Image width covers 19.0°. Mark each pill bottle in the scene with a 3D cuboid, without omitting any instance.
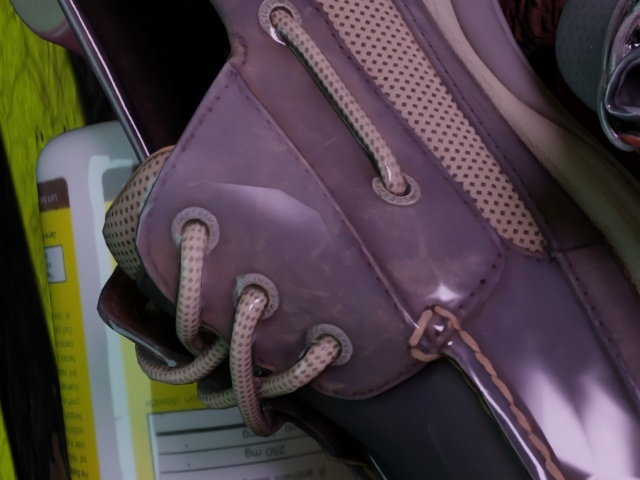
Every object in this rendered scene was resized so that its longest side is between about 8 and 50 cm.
[{"bbox_3d":[-0.029,0.064,0.656,0.117,0.117,0.215,174,89,-68],"label":"pill bottle"}]

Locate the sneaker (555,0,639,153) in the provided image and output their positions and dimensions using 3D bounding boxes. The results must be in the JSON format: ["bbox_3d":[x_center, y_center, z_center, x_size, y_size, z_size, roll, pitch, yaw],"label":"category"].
[{"bbox_3d":[0.083,-0.043,0.412,0.158,0.065,0.061,-162,67,-66],"label":"sneaker"}]

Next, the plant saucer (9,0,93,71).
[{"bbox_3d":[-0.082,-0.208,0.755,0.332,0.084,0.332,174,90,-68],"label":"plant saucer"}]

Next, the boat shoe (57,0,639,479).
[{"bbox_3d":[0.000,0.000,0.523,0.355,0.130,0.132,65,154,24],"label":"boat shoe"}]
